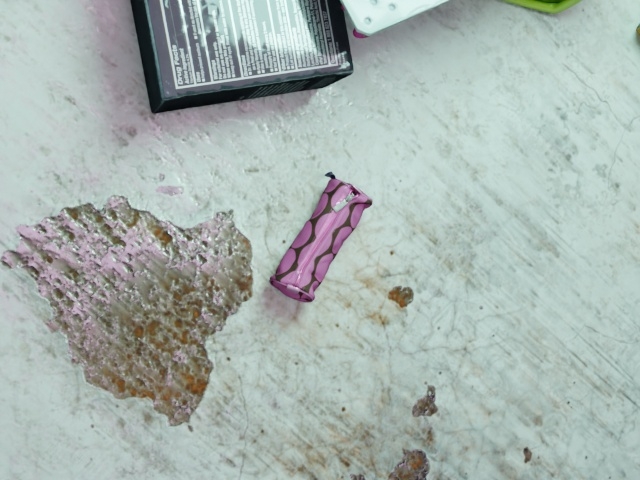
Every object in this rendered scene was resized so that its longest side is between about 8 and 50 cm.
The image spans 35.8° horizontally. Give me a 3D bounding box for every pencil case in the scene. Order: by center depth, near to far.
[{"bbox_3d":[0.000,0.000,1.601,0.095,0.098,0.209,31,85,-15],"label":"pencil case"}]

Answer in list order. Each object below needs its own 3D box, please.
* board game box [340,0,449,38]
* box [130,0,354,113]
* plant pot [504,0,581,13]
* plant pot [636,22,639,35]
[{"bbox_3d":[0.135,-0.528,1.442,0.389,0.050,0.390,-26,84,-14],"label":"board game box"},{"bbox_3d":[-0.135,-0.367,1.505,0.293,0.182,0.296,-11,93,-16],"label":"box"},{"bbox_3d":[0.356,-0.523,1.622,0.227,0.228,0.207,11,82,-15],"label":"plant pot"},{"bbox_3d":[0.669,-0.363,1.736,0.188,0.205,0.205,38,82,1],"label":"plant pot"}]
